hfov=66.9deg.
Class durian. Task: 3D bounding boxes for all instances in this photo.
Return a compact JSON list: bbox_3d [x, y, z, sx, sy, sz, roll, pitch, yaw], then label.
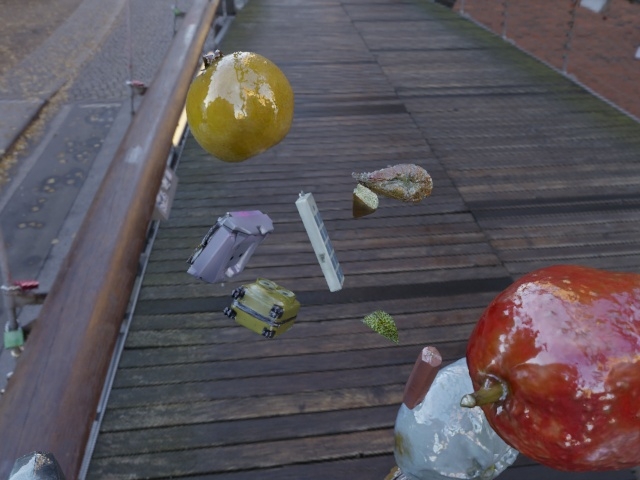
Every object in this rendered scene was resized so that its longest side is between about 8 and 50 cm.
[{"bbox_3d":[0.219,0.326,1.858,0.086,0.100,0.215,-29,34,-24],"label":"durian"}]

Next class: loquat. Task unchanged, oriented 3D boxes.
[{"bbox_3d":[-0.200,-0.335,1.194,0.275,0.274,0.274,1,39,-1],"label":"loquat"}]

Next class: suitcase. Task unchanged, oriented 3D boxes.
[{"bbox_3d":[-0.186,0.225,1.652,0.194,0.143,0.235,24,8,17],"label":"suitcase"}]

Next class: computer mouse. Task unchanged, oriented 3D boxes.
[{"bbox_3d":[-0.539,0.512,0.903,0.126,0.071,0.231,4,53,-27],"label":"computer mouse"}]

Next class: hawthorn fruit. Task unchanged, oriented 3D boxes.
[{"bbox_3d":[0.244,0.130,0.495,0.254,0.205,0.205,-5,39,-16],"label":"hawthorn fruit"}]

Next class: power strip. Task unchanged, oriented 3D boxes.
[{"bbox_3d":[0.000,0.000,1.637,0.043,0.366,0.106,-18,15,14],"label":"power strip"}]

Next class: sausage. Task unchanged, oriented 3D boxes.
[{"bbox_3d":[0.144,0.197,0.694,0.035,0.147,0.030,-12,50,-19],"label":"sausage"}]

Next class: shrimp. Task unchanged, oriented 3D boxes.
[{"bbox_3d":[0.160,-0.132,1.089,0.184,0.091,0.043,5,27,2],"label":"shrimp"}]

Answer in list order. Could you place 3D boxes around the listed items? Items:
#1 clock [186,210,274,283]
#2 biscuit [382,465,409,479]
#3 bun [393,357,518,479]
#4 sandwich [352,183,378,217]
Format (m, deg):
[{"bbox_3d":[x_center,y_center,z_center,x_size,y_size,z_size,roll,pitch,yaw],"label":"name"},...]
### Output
[{"bbox_3d":[-0.231,0.014,1.306,0.083,0.186,0.253,42,15,9],"label":"clock"},{"bbox_3d":[0.295,0.780,1.417,0.333,0.331,0.103,-11,19,-15],"label":"biscuit"},{"bbox_3d":[0.329,0.428,1.104,0.362,0.361,0.211,-16,41,-21],"label":"bun"},{"bbox_3d":[0.077,-0.065,0.830,0.044,0.083,0.030,10,69,6],"label":"sandwich"}]
